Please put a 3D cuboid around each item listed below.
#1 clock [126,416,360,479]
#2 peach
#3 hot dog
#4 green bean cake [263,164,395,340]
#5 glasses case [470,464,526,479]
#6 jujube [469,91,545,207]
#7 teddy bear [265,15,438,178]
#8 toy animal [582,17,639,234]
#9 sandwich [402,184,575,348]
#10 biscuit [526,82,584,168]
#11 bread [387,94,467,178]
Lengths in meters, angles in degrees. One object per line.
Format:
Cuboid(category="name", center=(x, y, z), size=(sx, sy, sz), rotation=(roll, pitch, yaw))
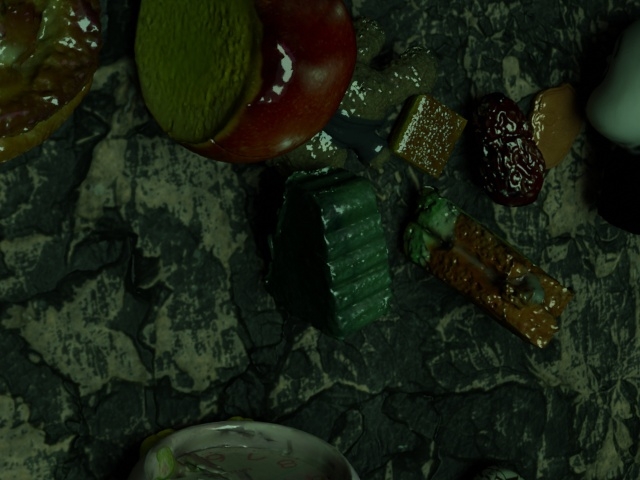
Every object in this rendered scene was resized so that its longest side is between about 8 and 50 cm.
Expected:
Cuboid(category="clock", center=(-0.075, 0.408, 1.566), size=(0.368, 0.377, 0.250), rotation=(-5, 110, -30))
Cuboid(category="peach", center=(-0.075, -0.214, 1.458), size=(0.245, 0.275, 0.248), rotation=(-24, 120, -21))
Cuboid(category="hot dog", center=(-0.405, -0.199, 1.317), size=(0.388, 0.174, 0.266), rotation=(-22, 111, -24))
Cuboid(category="green bean cake", center=(0.000, 0.000, 1.599), size=(0.107, 0.193, 0.208), rotation=(-22, 118, -23))
Cuboid(category="glasses case", center=(0.333, 0.480, 2.003), size=(0.137, 0.085, 0.354), rotation=(-52, 123, -11))
Cuboid(category="jujube", center=(0.262, -0.129, 1.794), size=(0.104, 0.104, 0.165), rotation=(-16, 100, -27))
Cuboid(category="teddy bear", center=(0.030, -0.179, 1.616), size=(0.182, 0.129, 0.251), rotation=(37, 86, 3))
Cuboid(category="toy animal", center=(0.519, -0.180, 1.860), size=(0.251, 0.251, 0.309), rotation=(-22, 120, -25))
Cuboid(category="sandwich", center=(0.248, 0.057, 1.781), size=(0.109, 0.212, 0.292), rotation=(-52, 137, 8))
Cuboid(category="biscuit", center=(0.343, -0.169, 1.876), size=(0.102, 0.019, 0.130), rotation=(26, 88, -35))
Cuboid(category="bread", center=(0.145, -0.147, 1.750), size=(0.090, 0.035, 0.094), rotation=(28, 88, -33))
